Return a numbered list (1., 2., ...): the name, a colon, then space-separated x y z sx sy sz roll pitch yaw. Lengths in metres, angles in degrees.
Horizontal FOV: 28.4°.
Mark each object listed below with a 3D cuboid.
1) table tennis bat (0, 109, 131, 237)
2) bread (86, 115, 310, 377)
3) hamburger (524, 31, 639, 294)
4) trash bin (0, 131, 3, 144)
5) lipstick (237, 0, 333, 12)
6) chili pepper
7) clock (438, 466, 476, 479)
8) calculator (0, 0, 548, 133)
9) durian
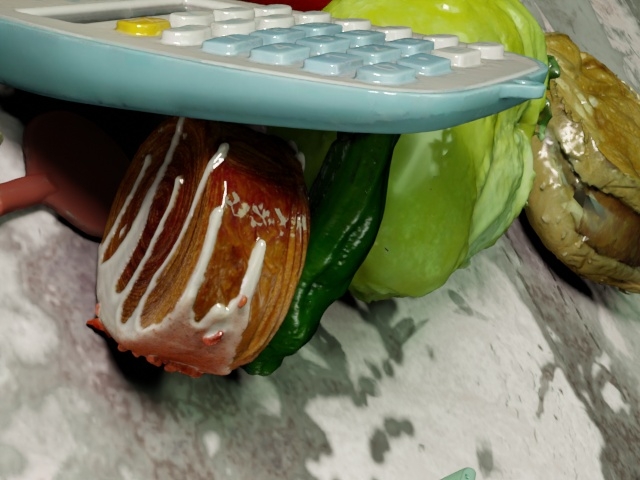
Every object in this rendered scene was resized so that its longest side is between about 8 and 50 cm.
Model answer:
1. table tennis bat: -0.166 -0.039 0.813 0.098 0.019 0.155 57 28 3
2. bread: -0.075 0.002 0.764 0.073 0.160 0.160 19 46 -34
3. hamburger: 0.290 -0.079 1.369 0.266 0.134 0.284 23 37 -31
4. trash bin: -0.226 -0.038 0.709 0.061 0.043 0.092 40 38 -24
5. lipstick: -0.078 -0.224 1.053 0.241 0.080 0.080 -2 62 -54
6. chili pepper: 0.002 0.001 0.807 0.061 0.224 0.098 31 33 -5
7. clock: 0.128 0.239 0.924 0.135 0.041 0.101 44 33 -17
8. calculator: -0.044 -0.117 0.794 0.256 0.386 0.054 -24 120 -59
9. durian: 0.074 -0.093 1.021 0.340 0.204 0.255 -31 98 -58
